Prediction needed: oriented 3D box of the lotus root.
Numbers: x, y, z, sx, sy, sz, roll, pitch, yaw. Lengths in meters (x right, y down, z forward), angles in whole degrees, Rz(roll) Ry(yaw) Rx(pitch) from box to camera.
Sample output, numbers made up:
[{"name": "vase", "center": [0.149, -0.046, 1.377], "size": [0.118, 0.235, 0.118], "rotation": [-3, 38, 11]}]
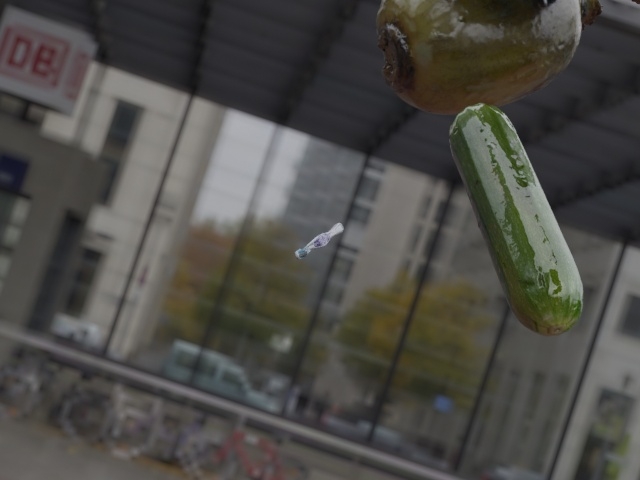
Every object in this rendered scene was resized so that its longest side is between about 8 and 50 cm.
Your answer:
[{"name": "lotus root", "center": [0.176, -0.211, 1.897], "size": [0.278, 0.154, 0.154], "rotation": [-20, 18, -30]}]

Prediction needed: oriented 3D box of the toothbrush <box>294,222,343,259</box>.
[{"name": "toothbrush", "center": [0.000, 0.000, 1.702], "size": [0.013, 0.011, 0.131], "rotation": [-17, 6, 18]}]

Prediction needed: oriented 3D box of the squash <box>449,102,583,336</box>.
[{"name": "squash", "center": [0.159, -0.019, 1.613], "size": [0.066, 0.066, 0.229], "rotation": [22, 38, -43]}]

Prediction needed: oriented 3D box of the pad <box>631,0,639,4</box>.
[{"name": "pad", "center": [0.216, -0.328, 1.728], "size": [0.284, 0.018, 0.286], "rotation": [36, -16, 37]}]
